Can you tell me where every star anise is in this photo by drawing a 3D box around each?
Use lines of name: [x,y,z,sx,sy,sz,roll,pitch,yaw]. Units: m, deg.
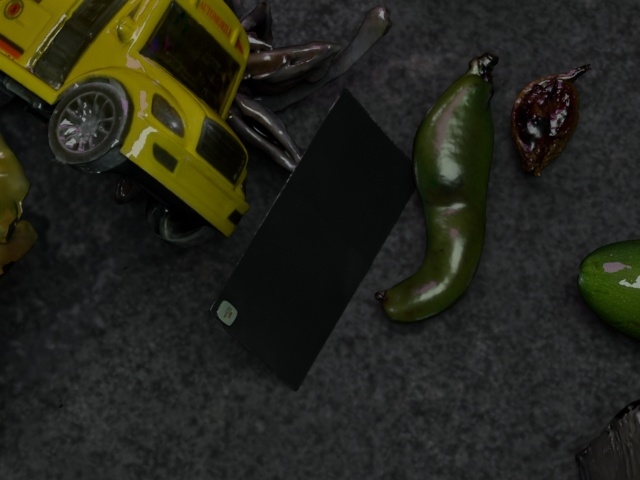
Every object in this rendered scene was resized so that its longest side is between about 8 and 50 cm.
star anise: [-0.068,-0.114,1.271,0.231,0.089,0.209,6,85,5]

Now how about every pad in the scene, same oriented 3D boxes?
pad: [0.000,0.000,1.239,0.004,0.116,0.193,14,67,43]

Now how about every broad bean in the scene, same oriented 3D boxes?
broad bean: [0.095,-0.038,1.277,0.070,0.048,0.214,16,76,0]

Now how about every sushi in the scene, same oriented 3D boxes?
sushi: [0.167,-0.091,1.296,0.050,0.047,0.099,17,72,6]

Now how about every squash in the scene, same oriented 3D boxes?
squash: [0.326,0.048,1.245,0.292,0.082,0.082,5,73,-2]

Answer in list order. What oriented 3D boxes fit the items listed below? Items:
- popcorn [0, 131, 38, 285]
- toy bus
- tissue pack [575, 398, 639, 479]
popcorn: [-0.364,0.013,1.137,0.321,0.325,0.290,9,61,-43]
toy bus: [-0.164,-0.133,1.179,0.330,0.144,0.152,34,85,33]
tissue pack: [0.379,0.181,1.145,0.370,0.210,0.198,-9,71,-6]
